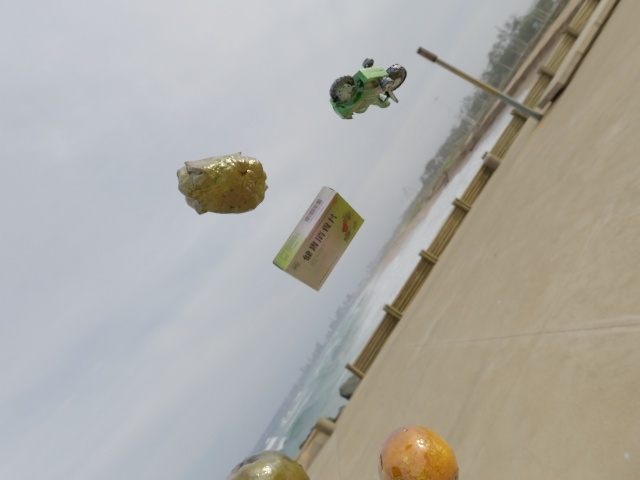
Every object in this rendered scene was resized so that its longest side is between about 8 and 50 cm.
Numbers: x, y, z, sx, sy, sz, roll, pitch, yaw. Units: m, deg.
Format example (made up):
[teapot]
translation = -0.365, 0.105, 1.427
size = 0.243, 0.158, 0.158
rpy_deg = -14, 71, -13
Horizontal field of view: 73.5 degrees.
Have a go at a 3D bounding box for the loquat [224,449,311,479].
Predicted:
[loquat]
translation = -0.145, 0.690, 1.072
size = 0.276, 0.283, 0.276
rpy_deg = -21, -14, -6

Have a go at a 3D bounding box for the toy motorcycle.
[toy motorcycle]
translation = 0.085, -0.284, 0.825
size = 0.190, 0.074, 0.106
rpy_deg = -23, -23, -32

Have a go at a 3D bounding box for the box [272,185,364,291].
[box]
translation = 0.001, 0.000, 1.219
size = 0.260, 0.062, 0.175
rpy_deg = -56, -41, -4

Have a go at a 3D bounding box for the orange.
[orange]
translation = 0.293, 0.697, 1.307
size = 0.246, 0.246, 0.246
rpy_deg = -55, -8, -12

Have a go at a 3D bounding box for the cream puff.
[cream puff]
translation = -0.094, -0.058, 0.413
size = 0.083, 0.058, 0.083
rpy_deg = -21, -32, 1
